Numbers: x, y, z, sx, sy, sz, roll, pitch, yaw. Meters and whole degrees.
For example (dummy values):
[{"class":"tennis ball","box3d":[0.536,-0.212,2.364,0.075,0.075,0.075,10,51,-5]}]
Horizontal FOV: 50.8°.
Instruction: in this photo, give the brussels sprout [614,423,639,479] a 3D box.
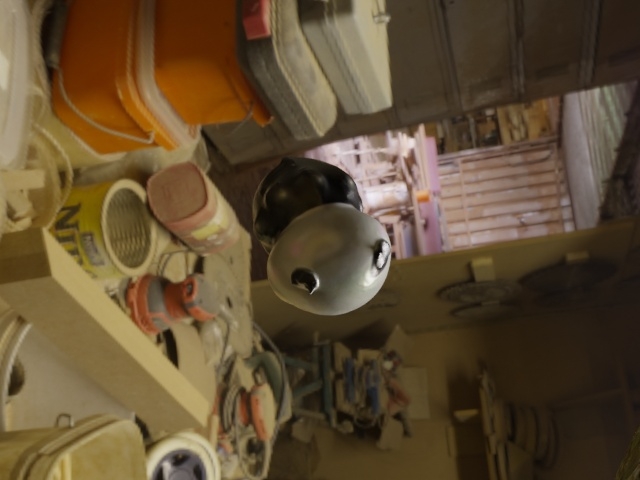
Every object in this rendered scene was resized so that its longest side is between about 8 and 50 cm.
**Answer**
[{"class":"brussels sprout","box3d":[0.488,0.292,0.760,0.314,0.276,0.371,-58,171,-38]}]

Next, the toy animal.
[{"class":"toy animal","box3d":[0.000,0.000,1.277,0.310,0.251,0.250,55,-10,49]}]
